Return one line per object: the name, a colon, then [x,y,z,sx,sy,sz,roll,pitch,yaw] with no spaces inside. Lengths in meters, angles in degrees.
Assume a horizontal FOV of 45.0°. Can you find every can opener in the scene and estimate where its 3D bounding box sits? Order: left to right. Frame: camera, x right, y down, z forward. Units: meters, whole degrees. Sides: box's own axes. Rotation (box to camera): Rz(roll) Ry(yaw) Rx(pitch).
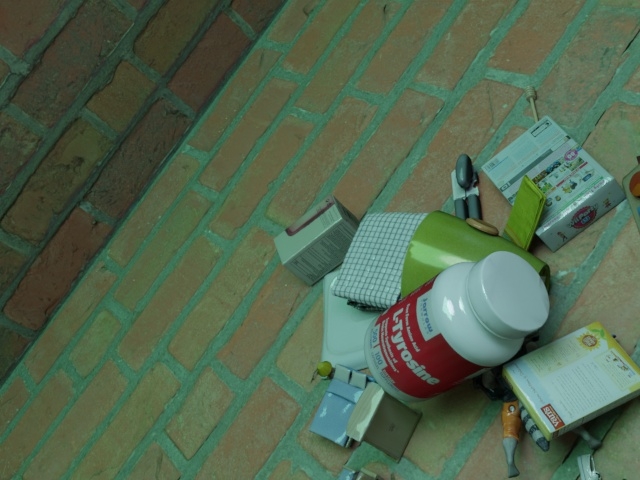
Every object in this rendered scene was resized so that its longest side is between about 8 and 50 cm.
can opener: [0.392,-0.102,2.101,0.074,0.093,0.280,-19,55,29]

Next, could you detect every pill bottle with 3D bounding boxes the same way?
pill bottle: [0.287,0.187,1.663,0.408,0.229,0.229,-43,34,49]

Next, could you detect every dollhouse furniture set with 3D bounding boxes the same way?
dollhouse furniture set: [0.041,0.448,1.904,0.303,0.198,0.286,16,73,42]

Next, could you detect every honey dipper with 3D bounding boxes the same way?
honey dipper: [0.595,-0.365,2.155,0.031,0.030,0.160,-21,51,29]

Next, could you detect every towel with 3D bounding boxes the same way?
towel: [0.192,0.064,2.058,0.235,0.121,0.283,5,63,41]
towel: [0.489,-0.037,1.898,0.102,0.021,0.237,-118,29,-46]

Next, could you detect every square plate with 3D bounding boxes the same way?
square plate: [0.137,0.186,2.137,0.347,0.049,0.343,-20,50,29]

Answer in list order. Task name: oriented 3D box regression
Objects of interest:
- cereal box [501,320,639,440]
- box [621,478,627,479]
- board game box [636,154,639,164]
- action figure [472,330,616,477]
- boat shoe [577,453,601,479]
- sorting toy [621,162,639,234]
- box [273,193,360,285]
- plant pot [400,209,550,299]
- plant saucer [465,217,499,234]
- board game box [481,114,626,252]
cereal box: [0.521,0.284,1.587,0.240,0.047,0.173,-23,52,-10]
box: [0.597,0.584,1.459,0.184,0.045,0.191,-52,43,1]
board game box: [0.887,-0.186,1.776,0.281,0.027,0.145,-22,48,28]
action figure: [0.481,0.301,1.671,0.341,0.178,0.330,-31,54,21]
boat shoe: [0.554,0.483,1.576,0.035,0.035,0.100,-28,40,27]
sorting toy: [0.788,-0.147,1.696,0.307,0.041,0.229,126,153,-48]
box: [0.000,0.000,2.314,0.232,0.149,0.126,-37,42,13]
plant pot: [0.387,0.091,1.861,0.294,0.275,0.274,15,71,32]
plant saucer: [0.387,-0.036,1.839,0.083,0.084,0.013,37,111,48]
board game box: [0.583,-0.150,1.961,0.224,0.097,0.303,-39,42,13]
